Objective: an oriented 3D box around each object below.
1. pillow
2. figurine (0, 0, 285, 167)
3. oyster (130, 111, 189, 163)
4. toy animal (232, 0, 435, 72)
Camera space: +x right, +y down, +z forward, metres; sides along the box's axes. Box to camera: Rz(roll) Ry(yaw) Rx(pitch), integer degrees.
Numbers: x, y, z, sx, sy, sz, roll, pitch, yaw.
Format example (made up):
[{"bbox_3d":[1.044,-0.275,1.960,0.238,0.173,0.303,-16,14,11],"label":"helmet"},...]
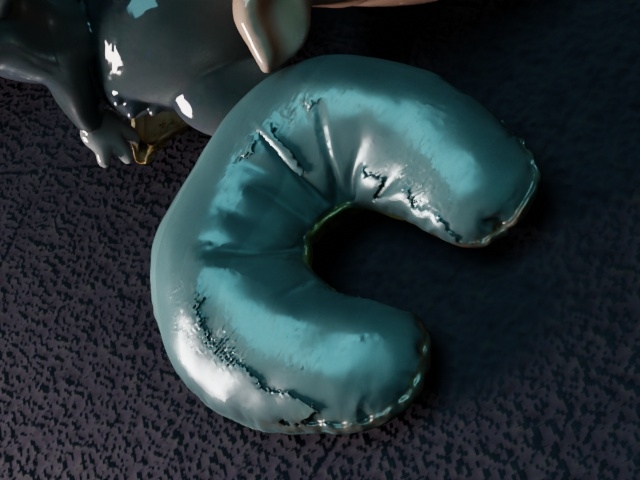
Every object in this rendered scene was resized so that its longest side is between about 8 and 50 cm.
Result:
[{"bbox_3d":[0.000,0.000,0.747,0.214,0.086,0.233,26,81,35],"label":"pillow"},{"bbox_3d":[-0.145,-0.157,0.826,0.140,0.265,0.193,-23,66,50],"label":"figurine"},{"bbox_3d":[-0.110,-0.097,0.916,0.051,0.034,0.093,39,77,27],"label":"oyster"},{"bbox_3d":[0.050,-0.219,0.776,0.250,0.154,0.166,-14,45,-5],"label":"toy animal"}]
